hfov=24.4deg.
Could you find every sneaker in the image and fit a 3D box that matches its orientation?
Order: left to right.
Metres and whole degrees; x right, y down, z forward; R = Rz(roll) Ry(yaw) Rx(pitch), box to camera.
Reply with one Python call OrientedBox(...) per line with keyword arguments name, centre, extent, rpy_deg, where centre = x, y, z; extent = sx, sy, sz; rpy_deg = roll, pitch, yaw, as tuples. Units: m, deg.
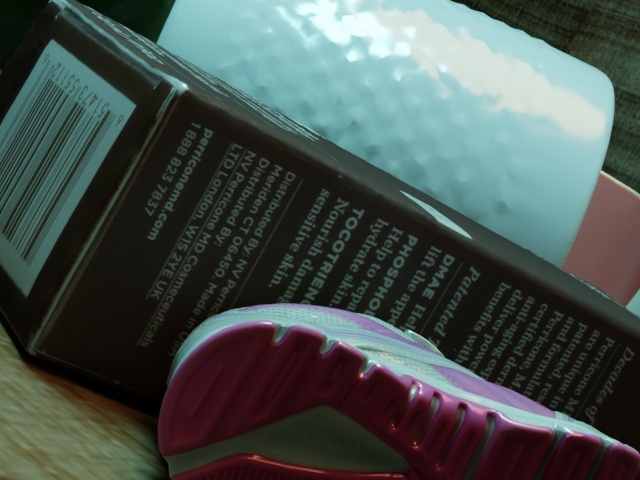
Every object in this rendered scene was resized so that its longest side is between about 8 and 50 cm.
OrientedBox(name="sneaker", centre=(0.043, 0.089, 0.623), extent=(0.252, 0.103, 0.111), rpy_deg=(30, 6, -21))

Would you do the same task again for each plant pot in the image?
OrientedBox(name="plant pot", centre=(0.237, 0.040, 1.541), extent=(0.275, 0.243, 0.275), rpy_deg=(32, 5, -3))

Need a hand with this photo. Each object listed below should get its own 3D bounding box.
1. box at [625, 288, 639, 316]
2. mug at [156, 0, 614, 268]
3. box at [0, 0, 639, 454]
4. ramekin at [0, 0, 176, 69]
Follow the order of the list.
OrientedBox(name="box", centre=(0.265, 0.101, 1.065), extent=(0.127, 0.232, 0.148), rpy_deg=(39, 6, 16))
OrientedBox(name="mug", centre=(0.007, -0.058, 1.206), extent=(0.328, 0.276, 0.374), rpy_deg=(24, -25, -7))
OrientedBox(name="box", centre=(0.014, 0.030, 0.773), extent=(0.381, 0.143, 0.191), rpy_deg=(28, 6, -34))
OrientedBox(name="ramekin", centre=(-0.263, -0.268, 1.219), extent=(0.303, 0.148, 0.303), rpy_deg=(3, -18, 1))
